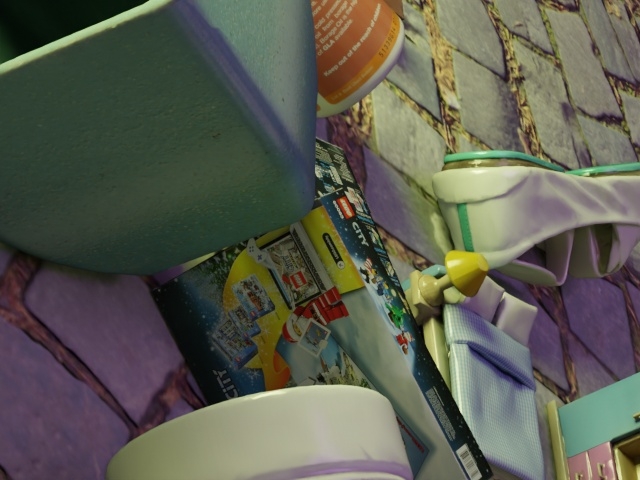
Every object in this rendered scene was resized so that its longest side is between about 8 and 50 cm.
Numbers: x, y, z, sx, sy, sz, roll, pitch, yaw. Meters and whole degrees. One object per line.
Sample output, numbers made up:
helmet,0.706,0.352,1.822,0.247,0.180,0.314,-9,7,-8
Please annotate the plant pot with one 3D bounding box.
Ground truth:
plant pot,-0.125,-0.116,1.260,0.252,0.247,0.247,51,28,-40

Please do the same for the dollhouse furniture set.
dollhouse furniture set,0.230,0.162,1.606,0.303,0.198,0.286,34,39,-39

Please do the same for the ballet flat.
ballet flat,0.243,-0.019,1.882,0.400,0.139,0.139,0,66,-53

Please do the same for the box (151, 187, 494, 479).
box,0.000,0.101,1.332,0.233,0.159,0.044,63,28,1

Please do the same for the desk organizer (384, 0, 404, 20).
desk organizer,0.025,-0.252,1.793,0.130,0.047,0.050,31,44,-42

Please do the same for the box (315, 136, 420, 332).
box,0.000,0.000,1.477,0.175,0.051,0.220,67,14,11

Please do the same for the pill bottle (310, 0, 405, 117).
pill bottle,-0.036,-0.216,1.588,0.216,0.121,0.121,45,33,-28

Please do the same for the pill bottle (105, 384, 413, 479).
pill bottle,0.004,0.300,1.100,0.224,0.224,0.392,15,53,-52
